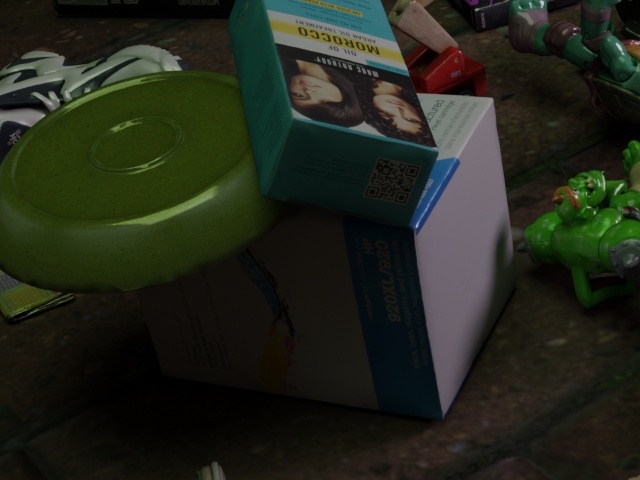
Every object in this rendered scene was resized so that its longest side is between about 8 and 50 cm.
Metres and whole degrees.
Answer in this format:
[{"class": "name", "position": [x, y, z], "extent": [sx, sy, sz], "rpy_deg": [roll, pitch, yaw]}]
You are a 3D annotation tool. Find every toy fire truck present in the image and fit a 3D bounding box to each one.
[{"class": "toy fire truck", "position": [0.094, -0.174, 1.464], "extent": [0.192, 0.135, 0.047], "rpy_deg": [-26, 37, -22]}]

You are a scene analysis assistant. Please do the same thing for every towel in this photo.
[{"class": "towel", "position": [-0.240, 0.037, 1.362], "extent": [0.060, 0.009, 0.083], "rpy_deg": [-24, 35, -18]}]

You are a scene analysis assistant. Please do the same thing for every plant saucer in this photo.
[{"class": "plant saucer", "position": [-0.122, -0.053, 1.139], "extent": [0.241, 0.037, 0.241], "rpy_deg": [-10, 36, 7]}]

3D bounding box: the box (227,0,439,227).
[{"class": "box", "position": [0.002, -0.106, 1.119], "extent": [0.100, 0.060, 0.244], "rpy_deg": [12, 31, -17]}]

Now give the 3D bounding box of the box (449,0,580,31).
[{"class": "box", "position": [0.179, -0.266, 1.673], "extent": [0.116, 0.029, 0.162], "rpy_deg": [-17, 33, -8]}]

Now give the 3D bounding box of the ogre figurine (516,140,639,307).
[{"class": "ogre figurine", "position": [0.228, -0.012, 1.225], "extent": [0.118, 0.097, 0.197], "rpy_deg": [-28, 35, -22]}]

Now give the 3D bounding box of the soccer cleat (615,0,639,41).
[{"class": "soccer cleat", "position": [0.411, -0.211, 1.449], "extent": [0.143, 0.116, 0.331], "rpy_deg": [-35, 40, -31]}]

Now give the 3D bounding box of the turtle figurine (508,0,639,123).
[{"class": "turtle figurine", "position": [0.264, -0.158, 1.396], "extent": [0.118, 0.175, 0.234], "rpy_deg": [-60, 32, -1]}]

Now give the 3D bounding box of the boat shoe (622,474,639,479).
[{"class": "boat shoe", "position": [0.199, 0.189, 0.937], "extent": [0.285, 0.103, 0.092], "rpy_deg": [-28, 32, -33]}]

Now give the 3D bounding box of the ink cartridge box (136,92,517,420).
[{"class": "ink cartridge box", "position": [0.000, 0.000, 1.206], "extent": [0.233, 0.168, 0.171], "rpy_deg": [6, 38, 24]}]

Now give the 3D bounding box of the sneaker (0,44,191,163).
[{"class": "sneaker", "position": [-0.227, -0.104, 1.491], "extent": [0.235, 0.094, 0.153], "rpy_deg": [11, 41, 29]}]

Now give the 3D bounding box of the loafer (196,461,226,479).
[{"class": "loafer", "position": [-0.070, 0.190, 1.061], "extent": [0.039, 0.045, 0.125], "rpy_deg": [-20, 37, -1]}]

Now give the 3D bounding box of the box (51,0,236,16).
[{"class": "box", "position": [-0.112, -0.330, 1.805], "extent": [0.307, 0.076, 0.242], "rpy_deg": [3, 36, 19]}]
